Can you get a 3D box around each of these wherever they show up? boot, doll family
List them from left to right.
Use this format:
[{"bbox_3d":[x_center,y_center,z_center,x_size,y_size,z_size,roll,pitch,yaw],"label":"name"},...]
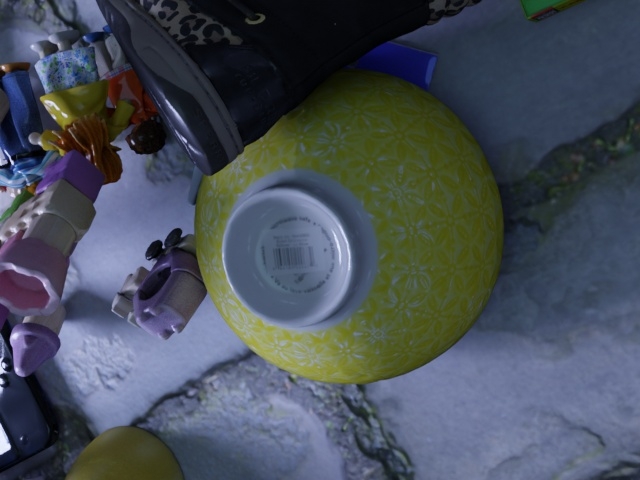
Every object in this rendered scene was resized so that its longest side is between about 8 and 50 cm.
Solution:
[{"bbox_3d":[-0.280,-0.110,1.024,0.263,0.118,0.163,-19,91,24],"label":"doll family"},{"bbox_3d":[-0.049,-0.236,0.880,0.284,0.377,0.138,-29,130,-3],"label":"boot"}]

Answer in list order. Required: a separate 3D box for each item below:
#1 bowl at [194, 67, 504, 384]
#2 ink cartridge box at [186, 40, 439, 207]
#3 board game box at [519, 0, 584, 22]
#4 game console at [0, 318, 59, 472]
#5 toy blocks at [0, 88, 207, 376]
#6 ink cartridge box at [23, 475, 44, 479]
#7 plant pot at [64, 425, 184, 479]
[{"bbox_3d":[0.000,0.000,0.855,0.290,0.156,0.289,4,101,21],"label":"bowl"},{"bbox_3d":[-0.012,-0.103,0.952,0.206,0.045,0.208,19,104,20],"label":"ink cartridge box"},{"bbox_3d":[0.188,-0.287,0.838,0.092,0.043,0.181,-21,89,25],"label":"board game box"},{"bbox_3d":[-0.491,0.190,1.132,0.293,0.173,0.250,-29,86,25],"label":"game console"},{"bbox_3d":[-0.311,0.074,0.926,0.289,0.260,0.309,-30,123,34],"label":"toy blocks"},{"bbox_3d":[-0.313,0.340,1.072,0.067,0.198,0.115,-9,97,-19],"label":"ink cartridge box"},{"bbox_3d":[-0.227,0.279,1.075,0.134,0.095,0.134,4,100,23],"label":"plant pot"}]
